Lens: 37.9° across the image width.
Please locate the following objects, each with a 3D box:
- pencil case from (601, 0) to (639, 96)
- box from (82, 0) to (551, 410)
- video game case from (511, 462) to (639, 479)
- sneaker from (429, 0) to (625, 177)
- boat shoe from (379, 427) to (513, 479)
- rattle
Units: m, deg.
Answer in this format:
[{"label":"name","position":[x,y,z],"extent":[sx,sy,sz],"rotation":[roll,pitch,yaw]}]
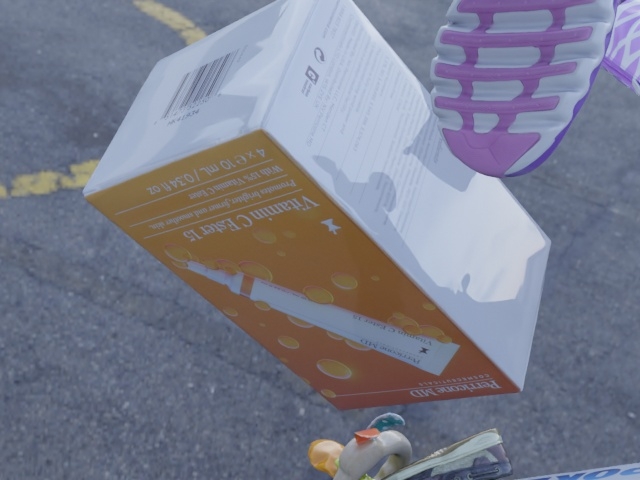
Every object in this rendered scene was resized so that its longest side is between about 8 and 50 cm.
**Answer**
[{"label":"pencil case","position":[0.302,-0.179,0.893],"extent":[0.088,0.086,0.206],"rotation":[-28,37,0]},{"label":"box","position":[0.013,-0.016,0.807],"extent":[0.215,0.345,0.168],"rotation":[-15,43,41]},{"label":"video game case","position":[0.144,0.244,0.330],"extent":[0.036,0.300,0.329],"rotation":[-11,82,-49]},{"label":"sneaker","position":[0.138,-0.145,0.516],"extent":[0.095,0.236,0.104],"rotation":[16,1,36]},{"label":"boat shoe","position":[0.144,0.311,1.176],"extent":[0.223,0.080,0.073],"rotation":[-23,67,-16]},{"label":"rattle","position":[0.041,0.252,1.200],"extent":[0.130,0.200,0.143],"rotation":[-25,48,-4]}]
